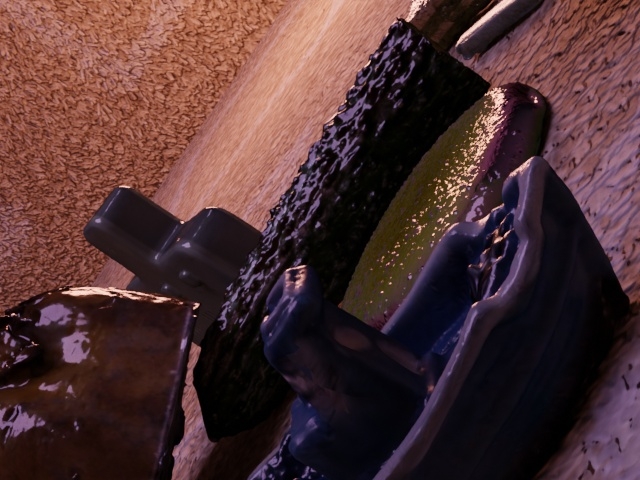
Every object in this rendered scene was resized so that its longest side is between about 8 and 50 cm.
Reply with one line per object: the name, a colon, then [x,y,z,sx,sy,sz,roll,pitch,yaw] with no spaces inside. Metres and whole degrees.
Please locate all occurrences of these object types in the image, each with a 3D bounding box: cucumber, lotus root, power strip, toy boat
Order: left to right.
lotus root: [-0.193,0.150,1.261,0.272,0.192,0.272,-162,90,-88]
power strip: [-0.123,0.026,1.458,0.059,0.193,0.265,-58,9,-19]
cucumber: [0.000,0.000,1.252,0.359,0.096,0.096,-57,10,8]
toy boat: [0.020,0.085,0.772,0.309,0.142,0.129,-53,13,19]

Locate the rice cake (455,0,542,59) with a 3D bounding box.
rice cake: [0.145,-0.179,1.300,0.022,0.021,0.121,-57,11,-27]

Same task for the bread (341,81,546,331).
bread: [0.078,-0.016,1.099,0.228,0.033,0.228,-53,12,17]

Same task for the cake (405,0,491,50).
cake: [0.118,-0.208,1.431,0.055,0.051,0.140,-66,13,-17]
